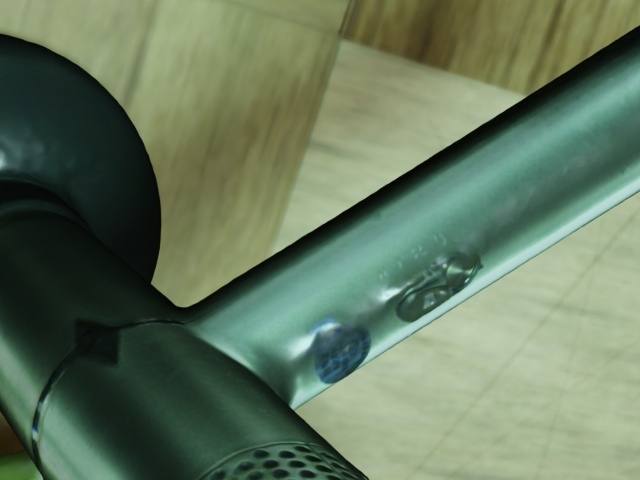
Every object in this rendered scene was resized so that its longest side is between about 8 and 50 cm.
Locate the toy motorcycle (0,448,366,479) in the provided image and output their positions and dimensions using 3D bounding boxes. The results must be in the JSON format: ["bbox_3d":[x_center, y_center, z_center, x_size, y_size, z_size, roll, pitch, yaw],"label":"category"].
[{"bbox_3d":[-0.125,0.255,0.566,0.237,0.169,0.410,25,91,-15],"label":"toy motorcycle"}]

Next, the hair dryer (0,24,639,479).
[{"bbox_3d":[-0.005,0.009,0.489,0.284,0.320,0.155,-21,116,-32],"label":"hair dryer"}]
